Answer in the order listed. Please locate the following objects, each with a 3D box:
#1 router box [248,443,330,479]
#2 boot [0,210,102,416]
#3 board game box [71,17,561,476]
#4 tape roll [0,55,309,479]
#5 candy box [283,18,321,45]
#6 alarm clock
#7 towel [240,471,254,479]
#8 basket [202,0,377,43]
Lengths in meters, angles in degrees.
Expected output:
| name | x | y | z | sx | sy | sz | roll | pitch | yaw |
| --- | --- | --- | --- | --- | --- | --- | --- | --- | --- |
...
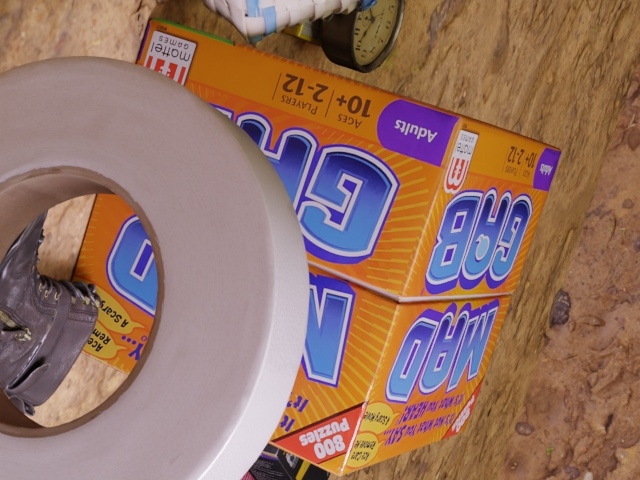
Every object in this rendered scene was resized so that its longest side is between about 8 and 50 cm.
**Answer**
| name | x | y | z | sx | sy | sz | roll | pitch | yaw |
| --- | --- | --- | --- | --- | --- | --- | --- | --- | --- |
| router box | -0.011 | 0.208 | 1.806 | 0.243 | 0.081 | 0.308 | 69 | 41 | -56 |
| boot | -0.276 | 0.041 | 1.177 | 0.263 | 0.091 | 0.229 | -61 | 158 | 3 |
| board game box | 0.000 | 0.000 | 1.369 | 0.356 | 0.357 | 0.356 | 2 | 107 | -64 |
| tape roll | -0.199 | 0.052 | 0.965 | 0.392 | 0.392 | 0.072 | -68 | 156 | -3 |
| candy box | 0.022 | -0.292 | 1.584 | 0.206 | 0.027 | 0.105 | 5 | 102 | -65 |
| alarm clock | 0.041 | -0.275 | 1.524 | 0.192 | 0.064 | 0.129 | -3 | 112 | -66 |
| towel | -0.139 | 0.437 | 1.819 | 0.237 | 0.037 | 0.328 | 20 | 91 | -67 |
| basket | -0.001 | -0.353 | 1.240 | 0.289 | 0.201 | 0.254 | -26 | 141 | -14 |
